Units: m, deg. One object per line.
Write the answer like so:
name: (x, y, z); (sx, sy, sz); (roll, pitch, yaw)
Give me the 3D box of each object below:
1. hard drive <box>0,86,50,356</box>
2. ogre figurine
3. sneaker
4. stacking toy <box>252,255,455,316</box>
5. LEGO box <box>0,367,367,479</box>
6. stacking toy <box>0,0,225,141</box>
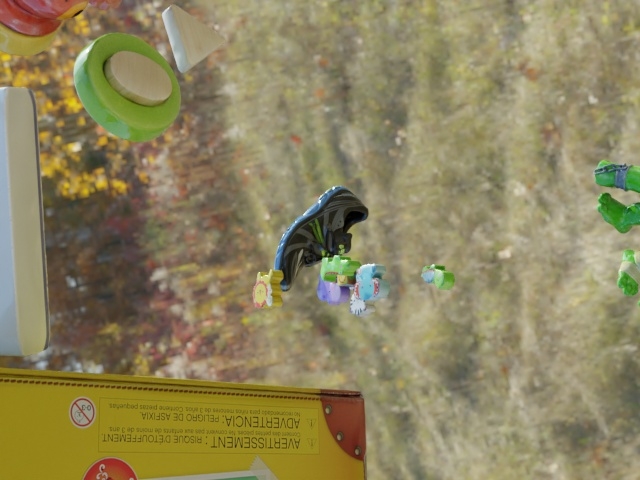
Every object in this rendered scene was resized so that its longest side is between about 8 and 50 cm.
hard drive: (-0.373, -0.014, 0.906); (0.040, 0.318, 0.210); (-11, -80, -64)
ogre figurine: (0.404, -0.011, 1.262); (0.118, 0.097, 0.197); (-19, 72, 40)
sneaker: (0.000, 0.000, 1.478); (0.078, 0.188, 0.067); (32, 150, 18)
stacking toy: (0.040, 0.060, 1.348); (0.221, 0.167, 0.052); (-15, 73, 55)
LEGO box: (-0.193, 0.294, 0.808); (0.193, 0.500, 0.372); (-14, 72, 44)
stacking toy: (-0.217, -0.284, 1.213); (0.279, 0.130, 0.309); (45, -136, -17)
